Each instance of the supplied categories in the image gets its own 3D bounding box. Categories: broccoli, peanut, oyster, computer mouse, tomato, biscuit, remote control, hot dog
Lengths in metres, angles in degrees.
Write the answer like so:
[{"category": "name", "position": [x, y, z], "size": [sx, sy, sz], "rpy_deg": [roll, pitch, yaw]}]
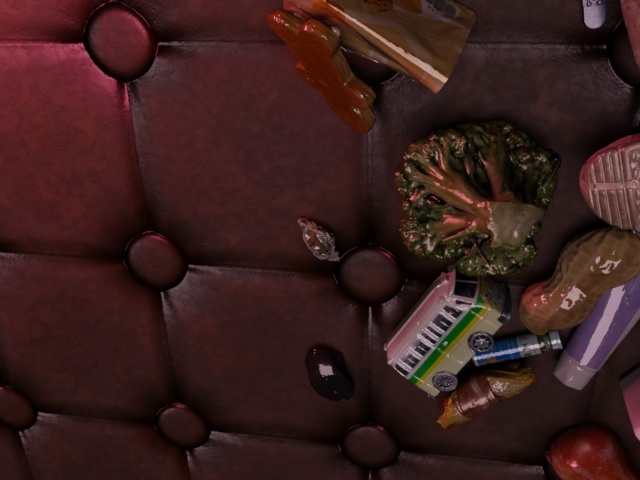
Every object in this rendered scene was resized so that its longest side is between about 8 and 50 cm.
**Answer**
[{"category": "broccoli", "position": [0.288, -0.060, 1.286], "size": [0.320, 0.283, 0.304], "rpy_deg": [-3, 108, -7]}, {"category": "peanut", "position": [0.506, 0.081, 1.405], "size": [0.120, 0.136, 0.298], "rpy_deg": [7, 132, -39]}, {"category": "oyster", "position": [-0.001, 0.000, 1.523], "size": [0.098, 0.037, 0.100], "rpy_deg": [19, 143, 23]}, {"category": "computer mouse", "position": [0.021, 0.325, 1.670], "size": [0.098, 0.057, 0.172], "rpy_deg": [-20, 115, 19]}, {"category": "tomato", "position": [0.626, 0.543, 1.611], "size": [0.180, 0.155, 0.214], "rpy_deg": [-36, 104, 22]}, {"category": "biscuit", "position": [0.020, -0.298, 1.262], "size": [0.049, 0.197, 0.301], "rpy_deg": [-48, 140, -6]}, {"category": "remote control", "position": [0.459, -0.435, 1.194], "size": [0.043, 0.027, 0.153], "rpy_deg": [-1, 116, 19]}, {"category": "hot dog", "position": [0.355, 0.332, 1.576], "size": [0.261, 0.123, 0.093], "rpy_deg": [-35, 70, 19]}]

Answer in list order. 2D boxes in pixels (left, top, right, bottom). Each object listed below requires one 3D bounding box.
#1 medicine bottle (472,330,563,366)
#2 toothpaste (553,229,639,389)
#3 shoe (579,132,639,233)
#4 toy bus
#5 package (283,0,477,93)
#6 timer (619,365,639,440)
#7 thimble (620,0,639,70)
[{"category": "medicine bottle", "position": [0.425, 0.232, 1.541], "size": [0.191, 0.051, 0.051], "rpy_deg": [-17, 113, 19]}, {"category": "toothpaste", "position": [0.603, 0.144, 1.447], "size": [0.125, 0.080, 0.371], "rpy_deg": [25, 114, 3]}, {"category": "shoe", "position": [0.624, -0.124, 1.224], "size": [0.350, 0.198, 0.172], "rpy_deg": [-2, 115, 10]}, {"category": "toy bus", "position": [0.266, 0.187, 1.501], "size": [0.164, 0.134, 0.276], "rpy_deg": [30, 119, -5]}, {"category": "package", "position": [0.086, -0.371, 1.229], "size": [0.311, 0.221, 0.165], "rpy_deg": [31, 140, -5]}, {"category": "timer", "position": [0.764, 0.341, 1.446], "size": [0.192, 0.194, 0.195], "rpy_deg": [38, 117, -9]}, {"category": "thimble", "position": [0.603, -0.365, 1.067], "size": [0.291, 0.291, 0.195], "rpy_deg": [-13, 115, 18]}]
